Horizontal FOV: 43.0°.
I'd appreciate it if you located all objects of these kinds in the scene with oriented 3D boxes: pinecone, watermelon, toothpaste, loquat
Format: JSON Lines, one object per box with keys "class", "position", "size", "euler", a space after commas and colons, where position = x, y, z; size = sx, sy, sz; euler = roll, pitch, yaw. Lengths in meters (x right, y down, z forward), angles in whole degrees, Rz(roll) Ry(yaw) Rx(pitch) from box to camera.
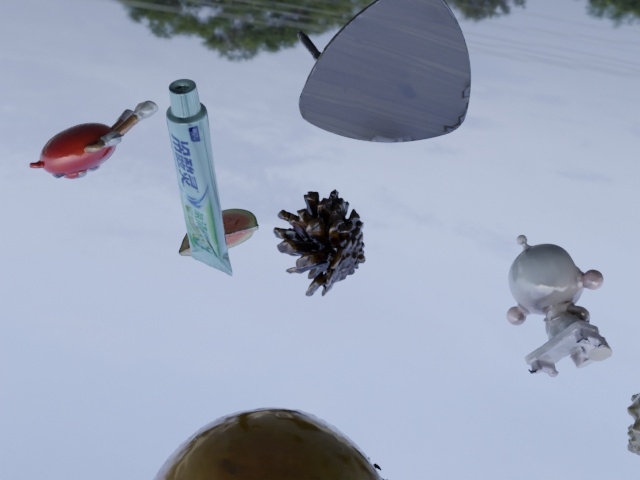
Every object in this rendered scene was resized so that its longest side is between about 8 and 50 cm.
{"class": "pinecone", "position": [-0.002, -0.002, 1.736], "size": [0.201, 0.202, 0.229], "euler": [50, -158, -4]}
{"class": "watermelon", "position": [-0.192, -0.007, 1.599], "size": [0.163, 0.068, 0.087], "euler": [-18, -142, 5]}
{"class": "toothpaste", "position": [-0.153, -0.070, 1.023], "size": [0.075, 0.296, 0.048], "euler": [24, -130, 24]}
{"class": "loquat", "position": [-0.045, 0.287, 0.752], "size": [0.263, 0.262, 0.263], "euler": [9, -160, -3]}

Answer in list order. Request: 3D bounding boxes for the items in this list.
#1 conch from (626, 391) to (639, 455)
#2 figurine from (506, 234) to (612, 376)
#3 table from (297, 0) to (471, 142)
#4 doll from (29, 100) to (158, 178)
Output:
{"class": "conch", "position": [0.689, 0.319, 1.394], "size": [0.324, 0.186, 0.263], "euler": [-14, 179, 39]}
{"class": "figurine", "position": [0.419, 0.112, 1.500], "size": [0.145, 0.182, 0.256], "euler": [-1, -126, -23]}
{"class": "table", "position": [0.118, -0.378, 1.495], "size": [0.318, 0.317, 0.249], "euler": [5, -139, -14]}
{"class": "doll", "position": [-0.393, -0.167, 1.405], "size": [0.217, 0.085, 0.183], "euler": [-36, -161, -28]}
